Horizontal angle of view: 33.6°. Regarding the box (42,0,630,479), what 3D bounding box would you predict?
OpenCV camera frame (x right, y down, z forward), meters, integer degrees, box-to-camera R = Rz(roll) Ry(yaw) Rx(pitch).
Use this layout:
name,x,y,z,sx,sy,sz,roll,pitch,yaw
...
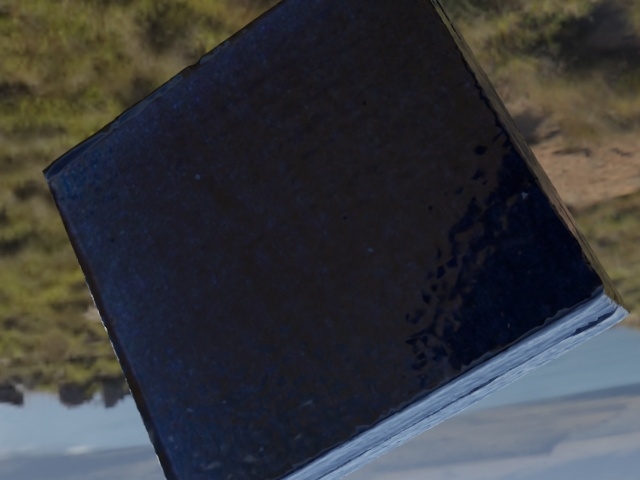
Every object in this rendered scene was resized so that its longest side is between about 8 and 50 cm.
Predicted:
name,x,y,z,sx,sy,sz,roll,pitch,yaw
box,0.000,0.000,0.665,0.279,0.261,0.116,-32,160,14
